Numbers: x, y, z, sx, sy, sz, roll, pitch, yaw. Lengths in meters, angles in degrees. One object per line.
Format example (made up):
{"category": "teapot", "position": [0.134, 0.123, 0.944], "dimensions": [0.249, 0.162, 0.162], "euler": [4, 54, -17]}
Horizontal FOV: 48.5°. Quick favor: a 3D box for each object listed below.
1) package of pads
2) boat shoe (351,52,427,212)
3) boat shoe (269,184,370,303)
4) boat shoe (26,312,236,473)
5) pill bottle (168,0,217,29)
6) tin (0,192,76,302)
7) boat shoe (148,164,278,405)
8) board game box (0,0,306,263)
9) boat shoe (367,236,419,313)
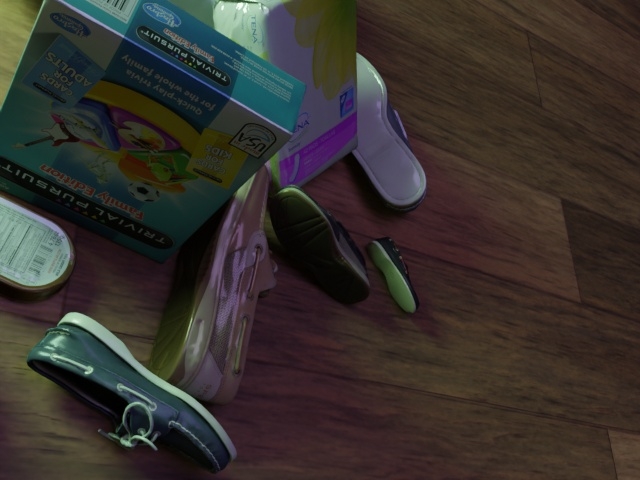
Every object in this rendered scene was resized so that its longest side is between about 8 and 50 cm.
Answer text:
{"category": "package of pads", "position": [-0.041, -0.230, 1.037], "dimensions": [0.229, 0.101, 0.296], "euler": [-39, 137, -43]}
{"category": "boat shoe", "position": [0.089, -0.186, 1.241], "dimensions": [0.319, 0.116, 0.099], "euler": [64, 4, 18]}
{"category": "boat shoe", "position": [0.001, 0.000, 1.051], "dimensions": [0.223, 0.080, 0.073], "euler": [52, 25, -28]}
{"category": "boat shoe", "position": [-0.208, 0.185, 0.793], "dimensions": [0.254, 0.095, 0.079], "euler": [43, 47, -8]}
{"category": "pill bottle", "position": [-0.199, -0.457, 1.067], "dimensions": [0.224, 0.224, 0.392], "euler": [26, 52, -23]}
{"category": "tin", "position": [-0.374, -0.002, 0.815], "dimensions": [0.190, 0.040, 0.106], "euler": [29, 48, -21]}
{"category": "boat shoe", "position": [-0.120, 0.043, 0.931], "dimensions": [0.110, 0.122, 0.341], "euler": [28, 62, -27]}
{"category": "board game box", "position": [-0.214, -0.117, 0.791], "dimensions": [0.254, 0.336, 0.079], "euler": [27, 52, -22]}
{"category": "boat shoe", "position": [0.125, 0.053, 1.145], "dimensions": [0.042, 0.049, 0.133], "euler": [-20, 75, -34]}
